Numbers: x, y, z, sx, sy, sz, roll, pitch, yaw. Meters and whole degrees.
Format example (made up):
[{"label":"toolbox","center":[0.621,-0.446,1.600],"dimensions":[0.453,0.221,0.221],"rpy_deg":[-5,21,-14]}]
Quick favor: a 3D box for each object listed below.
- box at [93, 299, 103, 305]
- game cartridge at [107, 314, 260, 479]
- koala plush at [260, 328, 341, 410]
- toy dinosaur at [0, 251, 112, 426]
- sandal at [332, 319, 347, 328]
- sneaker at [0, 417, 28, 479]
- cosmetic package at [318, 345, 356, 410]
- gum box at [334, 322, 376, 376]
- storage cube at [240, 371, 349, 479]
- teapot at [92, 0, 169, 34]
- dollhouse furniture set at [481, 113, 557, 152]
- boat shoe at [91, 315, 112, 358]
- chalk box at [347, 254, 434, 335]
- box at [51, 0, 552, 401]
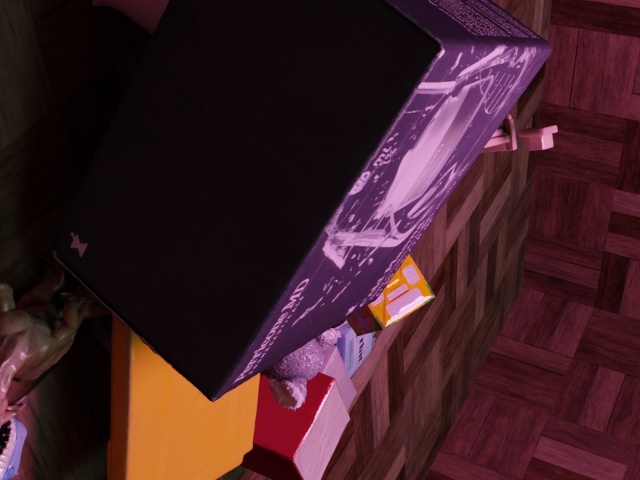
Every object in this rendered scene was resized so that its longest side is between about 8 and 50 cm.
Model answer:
[{"label":"box","center":[-0.242,-0.009,1.290],"dimensions":[0.231,0.056,0.183],"rpy_deg":[-9,114,-64]},{"label":"game cartridge","center":[-0.191,0.221,1.281],"dimensions":[0.285,0.052,0.324],"rpy_deg":[-17,120,-53]},{"label":"koala plush","center":[-0.087,0.186,1.550],"dimensions":[0.196,0.221,0.203],"rpy_deg":[-59,153,-31]},{"label":"toy dinosaur","center":[-0.358,0.132,1.061],"dimensions":[0.295,0.127,0.201],"rpy_deg":[-29,142,-78]},{"label":"sandal","center":[0.042,0.123,1.941],"dimensions":[0.416,0.102,0.170],"rpy_deg":[-29,131,-59]},{"label":"sneaker","center":[-0.410,0.302,1.114],"dimensions":[0.162,0.063,0.073],"rpy_deg":[-69,159,-10]},{"label":"cosmetic package","center":[-0.013,0.302,1.910],"dimensions":[0.107,0.127,0.238],"rpy_deg":[-61,151,-28]},{"label":"gum box","center":[0.086,0.245,2.193],"dimensions":[0.184,0.041,0.157],"rpy_deg":[-44,142,-50]},{"label":"storage cube","center":[-0.077,0.353,1.716],"dimensions":[0.184,0.193,0.215],"rpy_deg":[-60,154,-28]},{"label":"teapot","center":[-0.133,-0.341,1.166],"dimensions":[0.253,0.187,0.256],"rpy_deg":[-50,169,6]},{"label":"dollhouse furniture set","center":[0.144,-0.205,1.422],"dimensions":[0.303,0.355,0.174],"rpy_deg":[-18,103,-46]},{"label":"boat shoe","center":[-0.209,0.121,1.351],"dimensions":[0.319,0.099,0.116],"rpy_deg":[-11,119,-55]},{"label":"chalk box","center":[0.110,0.105,1.780],"dimensions":[0.132,0.132,0.213],"rpy_deg":[-31,178,-18]},{"label":"box","center":[-0.005,-0.125,1.115],"dimensions":[0.480,0.297,0.471],"rpy_deg":[-57,163,25]}]
